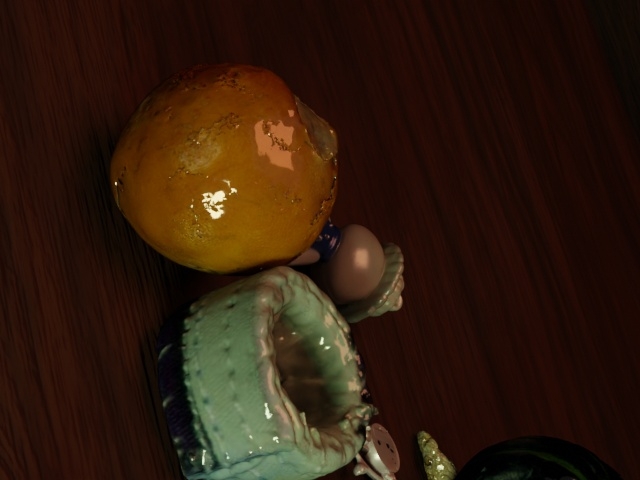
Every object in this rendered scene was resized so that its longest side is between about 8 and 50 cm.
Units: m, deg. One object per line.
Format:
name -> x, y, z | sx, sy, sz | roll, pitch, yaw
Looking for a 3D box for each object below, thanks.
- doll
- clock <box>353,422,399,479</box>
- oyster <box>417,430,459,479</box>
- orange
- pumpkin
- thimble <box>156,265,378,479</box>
doll -> 0.000, 0.000, 1.876 | 0.293, 0.119, 0.138 | 39, 43, -28
clock -> 0.052, 0.248, 1.809 | 0.129, 0.041, 0.087 | 40, 31, -45
oyster -> 0.145, 0.292, 1.962 | 0.083, 0.038, 0.081 | 47, -12, 35
orange -> -0.098, -0.074, 1.623 | 0.240, 0.240, 0.240 | 41, 34, -36
pumpkin -> 0.288, 0.383, 1.874 | 0.315, 0.238, 0.315 | 25, 55, -43
thimble -> -0.059, 0.153, 1.580 | 0.237, 0.150, 0.237 | 42, 35, -39
